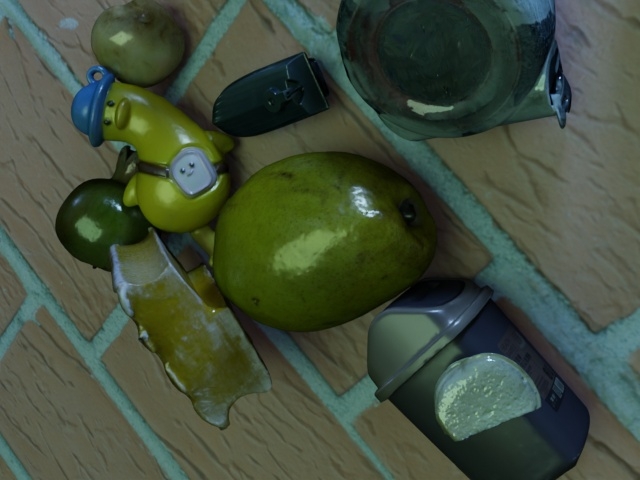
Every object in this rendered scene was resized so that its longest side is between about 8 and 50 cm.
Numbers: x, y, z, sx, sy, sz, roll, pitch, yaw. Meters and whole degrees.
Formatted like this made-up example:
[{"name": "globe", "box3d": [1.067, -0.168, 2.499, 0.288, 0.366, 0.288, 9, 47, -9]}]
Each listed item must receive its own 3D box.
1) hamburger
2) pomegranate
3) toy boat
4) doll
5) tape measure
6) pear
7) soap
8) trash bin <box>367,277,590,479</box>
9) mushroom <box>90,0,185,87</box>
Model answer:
[{"name": "hamburger", "box3d": [0.183, 0.171, 0.939, 0.121, 0.054, 0.084, -21, 90, 13]}, {"name": "pomegranate", "box3d": [-0.341, -0.044, 1.370, 0.179, 0.179, 0.210, 41, 112, 18]}, {"name": "toy boat", "box3d": [-0.084, -0.209, 1.225, 0.246, 0.103, 0.092, -11, 110, 47]}, {"name": "doll", "box3d": [-0.242, -0.130, 1.294, 0.199, 0.145, 0.363, -39, 97, 0]}, {"name": "tape measure", "box3d": [0.156, -0.249, 0.996, 0.256, 0.147, 0.275, -7, 125, 31]}, {"name": "pear", "box3d": [0.000, 0.000, 1.119, 0.307, 0.253, 0.252, -19, 91, 37]}, {"name": "soap", "box3d": [-0.204, 0.115, 1.216, 0.143, 0.281, 0.259, -36, 110, -5]}, {"name": "trash bin", "box3d": [0.198, 0.182, 1.068, 0.290, 0.209, 0.182, 47, 113, 8]}, {"name": "mushroom", "box3d": [-0.290, -0.313, 1.304, 0.148, 0.112, 0.148, 5, 127, 7]}]
